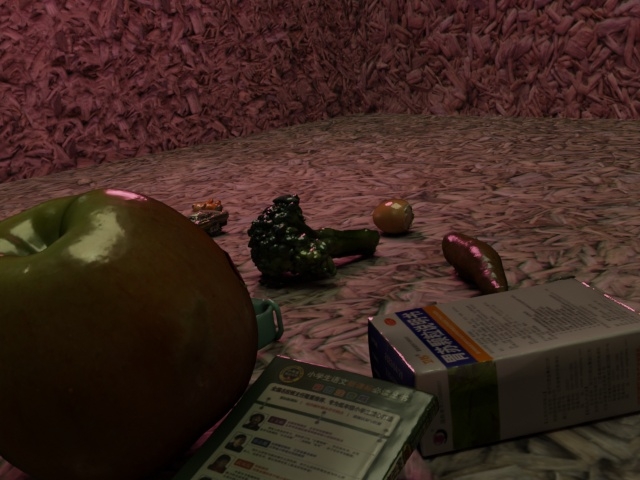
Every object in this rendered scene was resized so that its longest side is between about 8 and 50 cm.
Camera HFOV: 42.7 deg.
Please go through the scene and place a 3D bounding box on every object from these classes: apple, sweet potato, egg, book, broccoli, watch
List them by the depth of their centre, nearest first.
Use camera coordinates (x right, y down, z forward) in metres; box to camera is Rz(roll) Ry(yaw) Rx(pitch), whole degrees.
[{"bbox_3d":[-0.030,0.221,0.793,0.202,0.027,0.264,8,38,32],"label":"book"},{"bbox_3d":[-0.249,0.094,0.923,0.338,0.305,0.338,-28,16,9],"label":"apple"},{"bbox_3d":[-0.179,0.141,1.275,0.237,0.068,0.195,-6,12,16],"label":"watch"},{"bbox_3d":[0.282,0.046,1.423,0.077,0.077,0.244,-10,21,-13],"label":"sweet potato"},{"bbox_3d":[0.001,0.002,1.581,0.274,0.177,0.198,4,7,-13],"label":"broccoli"},{"bbox_3d":[0.160,-0.054,1.824,0.096,0.080,0.080,6,19,30],"label":"egg"}]

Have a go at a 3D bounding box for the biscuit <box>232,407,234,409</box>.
[{"bbox_3d":[-0.011,0.205,0.924,0.168,0.082,0.070,-10,7,7],"label":"biscuit"}]

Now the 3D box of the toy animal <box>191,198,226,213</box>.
[{"bbox_3d":[-0.303,-0.079,2.200,0.081,0.060,0.083,35,26,10],"label":"toy animal"}]

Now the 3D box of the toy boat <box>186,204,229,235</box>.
[{"bbox_3d":[-0.317,-0.032,1.984,0.210,0.066,0.084,-19,17,-37],"label":"toy boat"}]

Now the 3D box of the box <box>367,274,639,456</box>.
[{"bbox_3d":[0.228,0.144,0.996,0.299,0.106,0.200,-11,15,-10],"label":"box"}]
